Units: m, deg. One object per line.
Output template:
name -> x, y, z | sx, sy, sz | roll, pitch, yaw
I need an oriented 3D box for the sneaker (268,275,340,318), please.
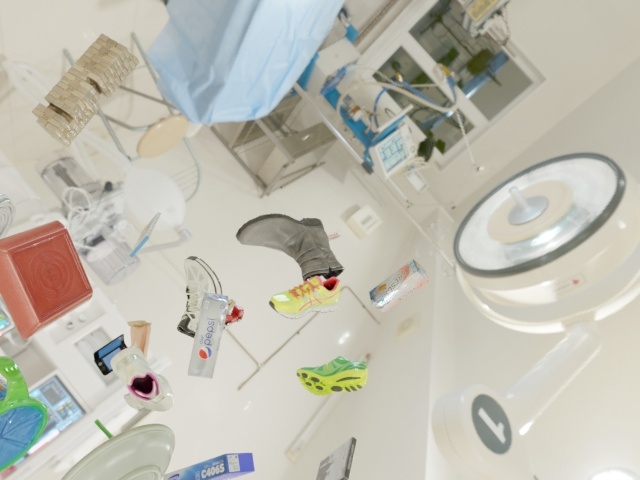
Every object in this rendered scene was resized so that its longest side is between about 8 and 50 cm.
sneaker -> -0.034, 0.129, 1.108 | 0.208, 0.081, 0.094 | -5, 122, -39

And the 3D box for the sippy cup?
sippy cup -> -0.900, 0.466, 1.187 | 0.305, 0.224, 0.240 | -51, 156, -27

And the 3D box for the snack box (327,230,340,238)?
snack box -> 0.000, 0.000, 1.952 | 0.178, 0.022, 0.064 | -19, 170, -3

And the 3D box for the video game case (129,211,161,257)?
video game case -> -0.656, -0.024, 1.683 | 0.119, 0.015, 0.166 | -40, -152, 25

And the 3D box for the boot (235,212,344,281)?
boot -> -0.083, 0.033, 1.426 | 0.338, 0.223, 0.118 | -4, 145, -34

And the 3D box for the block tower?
block tower -> -0.670, -0.438, 1.288 | 0.335, 0.091, 0.097 | -58, 176, -16

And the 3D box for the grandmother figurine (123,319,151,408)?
grandmother figurine -> -0.739, 0.502, 1.820 | 0.104, 0.342, 0.208 | -8, 163, 6

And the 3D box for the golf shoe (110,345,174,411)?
golf shoe -> -0.540, 0.467, 1.400 | 0.115, 0.140, 0.306 | -37, 133, -19

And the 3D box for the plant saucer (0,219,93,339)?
plant saucer -> -0.739, 0.093, 1.218 | 0.047, 0.258, 0.259 | -11, -165, 17

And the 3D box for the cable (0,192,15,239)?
cable -> -0.988, -0.029, 1.275 | 0.257, 0.089, 0.257 | -64, -169, -17

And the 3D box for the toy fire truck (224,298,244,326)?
toy fire truck -> -0.383, 0.287, 1.843 | 0.192, 0.047, 0.135 | -12, 128, -54

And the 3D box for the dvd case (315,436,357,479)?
dvd case -> 0.053, 0.909, 1.780 | 0.239, 0.029, 0.179 | -51, -174, 31

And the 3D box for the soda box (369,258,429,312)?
soda box -> 0.235, 0.139, 1.357 | 0.183, 0.063, 0.058 | -41, -150, 24

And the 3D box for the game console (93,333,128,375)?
game console -> -0.763, 0.422, 1.656 | 0.071, 0.107, 0.122 | -15, -164, 49

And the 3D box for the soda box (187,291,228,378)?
soda box -> -0.401, 0.337, 1.607 | 0.098, 0.091, 0.286 | -146, -111, -75

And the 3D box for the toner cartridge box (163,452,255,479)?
toner cartridge box -> -0.452, 0.940, 1.814 | 0.347, 0.075, 0.165 | -27, 146, 21

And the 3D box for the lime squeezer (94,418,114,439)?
lime squeezer -> -0.698, 0.707, 1.578 | 0.058, 0.110, 0.310 | -21, 148, -13

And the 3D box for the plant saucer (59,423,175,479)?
plant saucer -> -0.614, 0.756, 1.387 | 0.400, 0.100, 0.400 | -32, 143, -29

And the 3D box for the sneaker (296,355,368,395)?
sneaker -> 0.047, 0.503, 1.675 | 0.295, 0.109, 0.123 | -9, -163, 28

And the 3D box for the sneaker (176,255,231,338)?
sneaker -> -0.633, 0.318, 2.289 | 0.169, 0.448, 0.257 | -9, -162, 37
